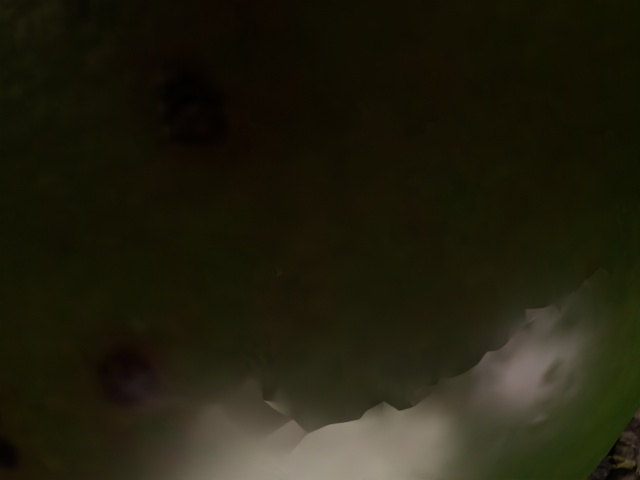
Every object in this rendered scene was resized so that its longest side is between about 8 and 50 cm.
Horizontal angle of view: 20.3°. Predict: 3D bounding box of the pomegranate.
[{"bbox_3d":[0.000,0.000,0.520,0.358,0.216,0.310,-10,177,-32],"label":"pomegranate"}]
